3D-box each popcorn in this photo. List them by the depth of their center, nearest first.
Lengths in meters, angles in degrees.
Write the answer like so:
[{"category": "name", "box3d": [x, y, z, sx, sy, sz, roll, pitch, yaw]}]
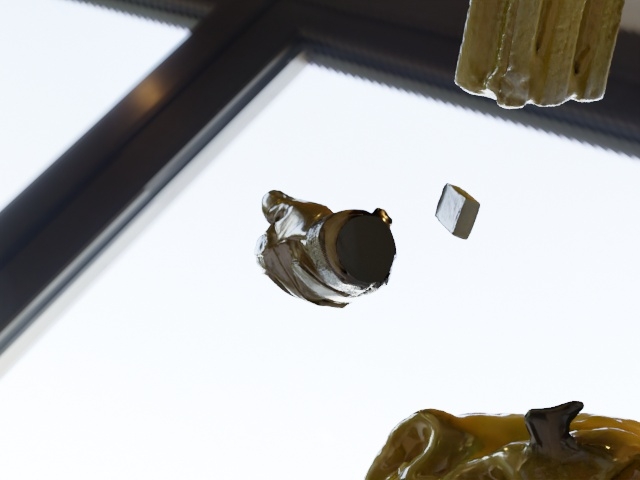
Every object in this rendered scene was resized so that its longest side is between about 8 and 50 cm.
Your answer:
[{"category": "popcorn", "box3d": [0.159, 0.225, 0.911, 0.297, 0.316, 0.281, -5, -62, 7]}]

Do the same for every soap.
[{"category": "soap", "box3d": [0.269, -0.315, 1.573, 0.091, 0.199, 0.314, 33, -58, 44]}]

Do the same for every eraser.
[{"category": "eraser", "box3d": [0.127, -0.028, 1.281, 0.019, 0.038, 0.083, 16, 11, -10]}]

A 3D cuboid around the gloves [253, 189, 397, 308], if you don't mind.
[{"category": "gloves", "box3d": [-0.005, 0.015, 1.866, 0.154, 0.141, 0.331, 21, -6, -20]}]
